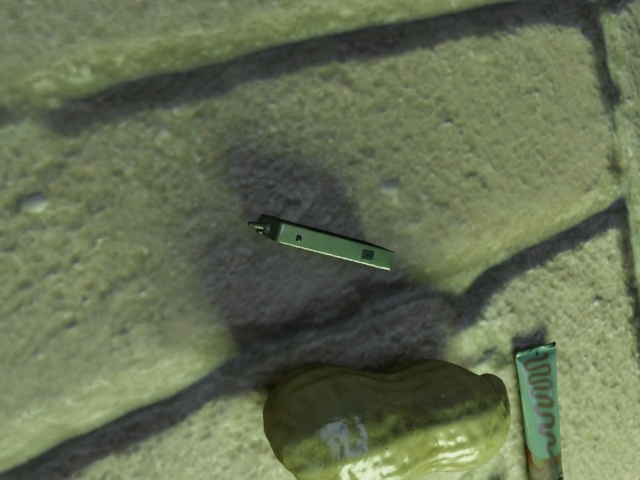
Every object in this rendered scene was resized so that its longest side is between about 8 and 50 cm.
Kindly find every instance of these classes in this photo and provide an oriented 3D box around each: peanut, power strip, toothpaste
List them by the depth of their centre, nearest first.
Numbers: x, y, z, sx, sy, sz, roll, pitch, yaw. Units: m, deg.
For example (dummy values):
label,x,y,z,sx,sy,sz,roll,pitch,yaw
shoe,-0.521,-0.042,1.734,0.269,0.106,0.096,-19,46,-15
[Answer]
label,x,y,z,sx,sy,sz,roll,pitch,yaw
power strip,0.000,0.000,0.571,0.136,0.051,0.019,15,95,-27
peanut,0.067,0.167,0.590,0.257,0.124,0.123,6,93,-31
toothpaste,0.245,0.216,0.729,0.056,0.036,0.205,-9,95,-24
